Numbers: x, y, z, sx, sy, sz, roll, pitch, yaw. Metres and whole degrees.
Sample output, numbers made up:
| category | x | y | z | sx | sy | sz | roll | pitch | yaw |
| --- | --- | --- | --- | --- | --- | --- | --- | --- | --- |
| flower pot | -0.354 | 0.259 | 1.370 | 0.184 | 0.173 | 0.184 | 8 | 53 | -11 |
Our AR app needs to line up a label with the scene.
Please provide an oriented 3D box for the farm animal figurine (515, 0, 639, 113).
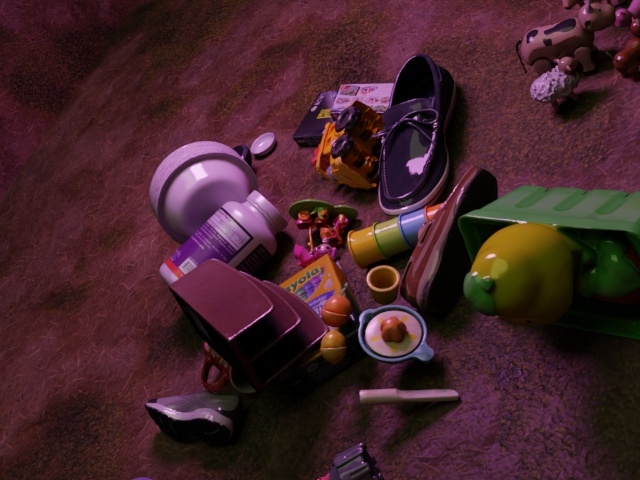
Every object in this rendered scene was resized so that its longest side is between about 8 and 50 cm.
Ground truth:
| category | x | y | z | sx | sy | sz | roll | pitch | yaw |
| --- | --- | --- | --- | --- | --- | --- | --- | --- | --- |
| farm animal figurine | 0.600 | -0.488 | 1.971 | 0.327 | 0.172 | 0.330 | -26 | 39 | 19 |

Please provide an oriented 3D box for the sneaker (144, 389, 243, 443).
| category | x | y | z | sx | sy | sz | roll | pitch | yaw |
| --- | --- | --- | --- | --- | --- | --- | --- | --- | --- |
| sneaker | -0.283 | 0.387 | 1.932 | 0.272 | 0.100 | 0.108 | -2 | 37 | 36 |

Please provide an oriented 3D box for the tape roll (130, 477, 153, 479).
| category | x | y | z | sx | sy | sz | roll | pitch | yaw |
| --- | --- | --- | --- | --- | --- | --- | --- | --- | --- |
| tape roll | -0.382 | 0.600 | 1.800 | 0.189 | 0.080 | 0.189 | -24 | 39 | 21 |

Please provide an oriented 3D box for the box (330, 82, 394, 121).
| category | x | y | z | sx | sy | sz | roll | pitch | yaw |
| --- | --- | --- | --- | --- | --- | --- | --- | --- | --- |
| box | 0.139 | -0.374 | 2.331 | 0.207 | 0.036 | 0.114 | 4 | 55 | 25 |

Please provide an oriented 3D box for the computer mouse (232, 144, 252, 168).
| category | x | y | z | sx | sy | sz | roll | pitch | yaw |
| --- | --- | --- | --- | --- | --- | --- | --- | --- | --- |
| computer mouse | -0.285 | -0.194 | 2.549 | 0.272 | 0.072 | 0.188 | -23 | 40 | 42 |

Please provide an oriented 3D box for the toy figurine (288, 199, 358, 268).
| category | x | y | z | sx | sy | sz | roll | pitch | yaw |
| --- | --- | --- | --- | --- | --- | --- | --- | --- | --- |
| toy figurine | 0.000 | 0.000 | 2.082 | 0.173 | 0.130 | 0.159 | 1 | 63 | 11 |

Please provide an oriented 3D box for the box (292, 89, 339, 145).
| category | x | y | z | sx | sy | sz | roll | pitch | yaw |
| --- | --- | --- | --- | --- | --- | --- | --- | --- | --- |
| box | 0.035 | -0.350 | 2.437 | 0.191 | 0.045 | 0.184 | 4 | 52 | 43 |

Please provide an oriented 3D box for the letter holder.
| category | x | y | z | sx | sy | sz | roll | pitch | yaw |
| --- | --- | --- | --- | --- | --- | --- | --- | --- | --- |
| letter holder | -0.149 | 0.144 | 1.838 | 0.214 | 0.152 | 0.302 | -36 | 35 | -16 |

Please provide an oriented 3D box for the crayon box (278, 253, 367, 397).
| category | x | y | z | sx | sy | sz | roll | pitch | yaw |
| --- | --- | --- | --- | --- | --- | --- | --- | --- | --- |
| crayon box | -0.021 | 0.169 | 1.922 | 0.203 | 0.083 | 0.323 | -34 | 36 | 9 |

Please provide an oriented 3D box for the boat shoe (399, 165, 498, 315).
| category | x | y | z | sx | sy | sz | roll | pitch | yaw |
| --- | --- | --- | --- | --- | --- | --- | --- | --- | --- |
| boat shoe | 0.254 | -0.007 | 1.783 | 0.120 | 0.123 | 0.323 | 17 | 77 | 49 |

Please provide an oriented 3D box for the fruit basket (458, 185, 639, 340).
| category | x | y | z | sx | sy | sz | roll | pitch | yaw |
| --- | --- | --- | --- | --- | --- | --- | --- | --- | --- |
| fruit basket | 0.397 | 0.062 | 1.487 | 0.392 | 0.282 | 0.392 | -20 | 29 | 11 |

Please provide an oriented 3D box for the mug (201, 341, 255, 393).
| category | x | y | z | sx | sy | sz | roll | pitch | yaw |
| --- | --- | --- | --- | --- | --- | --- | --- | --- | --- |
| mug | -0.206 | 0.264 | 1.947 | 0.150 | 0.113 | 0.169 | -6 | 17 | -30 |

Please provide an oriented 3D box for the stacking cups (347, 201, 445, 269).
| category | x | y | z | sx | sy | sz | roll | pitch | yaw |
| --- | --- | --- | --- | --- | --- | --- | --- | --- | --- |
| stacking cups | 0.218 | -0.024 | 1.904 | 0.316 | 0.096 | 0.096 | -19 | 42 | 24 |

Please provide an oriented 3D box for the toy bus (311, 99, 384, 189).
| category | x | y | z | sx | sy | sz | roll | pitch | yaw |
| --- | --- | --- | --- | --- | --- | --- | --- | --- | --- |
| toy bus | 0.058 | -0.218 | 2.215 | 0.211 | 0.149 | 0.220 | -25 | 40 | 42 |

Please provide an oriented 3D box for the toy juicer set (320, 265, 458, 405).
| category | x | y | z | sx | sy | sz | roll | pitch | yaw |
| --- | --- | --- | --- | --- | --- | --- | --- | --- | --- |
| toy juicer set | 0.108 | 0.199 | 1.678 | 0.209 | 0.089 | 0.329 | -19 | 49 | -8 |

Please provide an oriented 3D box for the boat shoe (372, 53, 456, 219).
| category | x | y | z | sx | sy | sz | roll | pitch | yaw |
| --- | --- | --- | --- | --- | --- | --- | --- | --- | --- |
| boat shoe | 0.222 | -0.259 | 2.089 | 0.187 | 0.156 | 0.500 | -10 | 47 | 32 |

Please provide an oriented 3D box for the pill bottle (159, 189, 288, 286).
| category | x | y | z | sx | sy | sz | roll | pitch | yaw |
| --- | --- | --- | --- | --- | --- | --- | --- | --- | --- |
| pill bottle | -0.238 | 0.029 | 2.175 | 0.323 | 0.181 | 0.181 | -45 | 37 | -6 |

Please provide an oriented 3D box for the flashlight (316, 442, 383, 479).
| category | x | y | z | sx | sy | sz | roll | pitch | yaw |
| --- | --- | --- | --- | --- | --- | --- | --- | --- | --- |
| flashlight | -0.035 | 0.479 | 1.605 | 0.304 | 0.103 | 0.103 | -32 | 6 | 8 |

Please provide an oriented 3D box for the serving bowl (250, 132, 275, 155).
| category | x | y | z | sx | sy | sz | roll | pitch | yaw |
| --- | --- | --- | --- | --- | --- | --- | --- | --- | --- |
| serving bowl | -0.166 | -0.281 | 2.558 | 0.083 | 0.027 | 0.083 | -24 | 40 | 22 |

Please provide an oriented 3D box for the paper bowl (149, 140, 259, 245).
| category | x | y | z | sx | sy | sz | roll | pitch | yaw |
| --- | --- | --- | --- | --- | --- | --- | --- | --- | --- |
| paper bowl | -0.299 | -0.109 | 2.283 | 0.284 | 0.284 | 0.148 | -41 | 37 | -1 |
